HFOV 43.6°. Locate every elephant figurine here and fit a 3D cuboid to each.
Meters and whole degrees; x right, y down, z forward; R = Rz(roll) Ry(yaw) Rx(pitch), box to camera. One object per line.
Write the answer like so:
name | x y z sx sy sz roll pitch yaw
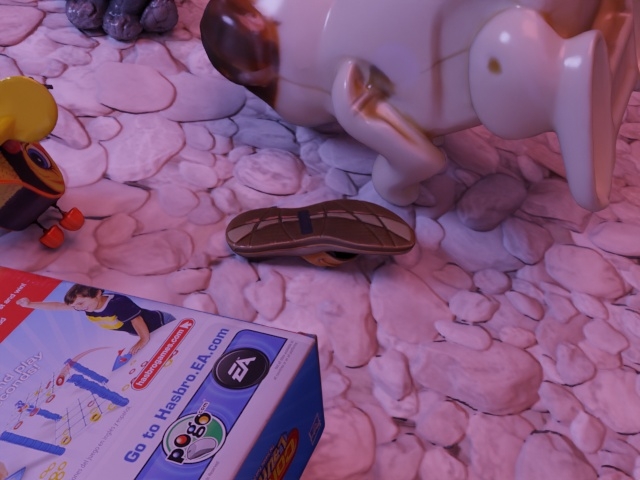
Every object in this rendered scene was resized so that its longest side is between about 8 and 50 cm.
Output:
elephant figurine | -0.218 -0.364 0.908 0.170 0.239 0.186 -12 52 -27

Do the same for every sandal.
sandal | 0.000 0.000 0.771 0.180 0.049 0.072 -4 41 -1

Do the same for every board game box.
board game box | -0.194 0.152 0.452 0.302 0.086 0.308 10 39 21

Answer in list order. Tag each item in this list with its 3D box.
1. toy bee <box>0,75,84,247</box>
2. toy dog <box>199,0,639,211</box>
toy bee | -0.271 -0.064 0.663 0.162 0.195 0.298 50 37 -3
toy dog | 0.080 -0.213 0.789 0.408 0.395 0.284 2 51 32
